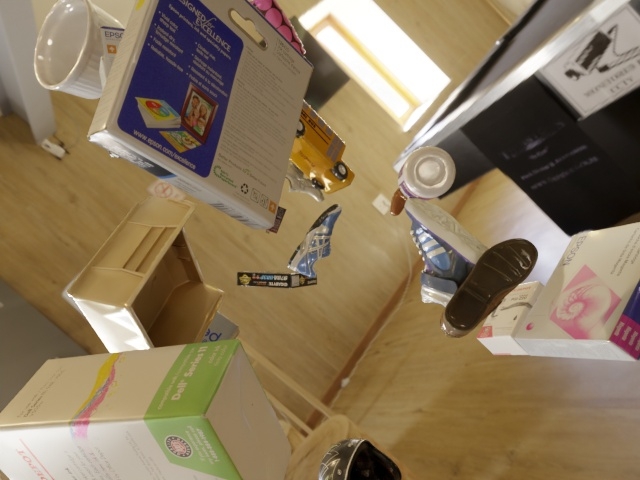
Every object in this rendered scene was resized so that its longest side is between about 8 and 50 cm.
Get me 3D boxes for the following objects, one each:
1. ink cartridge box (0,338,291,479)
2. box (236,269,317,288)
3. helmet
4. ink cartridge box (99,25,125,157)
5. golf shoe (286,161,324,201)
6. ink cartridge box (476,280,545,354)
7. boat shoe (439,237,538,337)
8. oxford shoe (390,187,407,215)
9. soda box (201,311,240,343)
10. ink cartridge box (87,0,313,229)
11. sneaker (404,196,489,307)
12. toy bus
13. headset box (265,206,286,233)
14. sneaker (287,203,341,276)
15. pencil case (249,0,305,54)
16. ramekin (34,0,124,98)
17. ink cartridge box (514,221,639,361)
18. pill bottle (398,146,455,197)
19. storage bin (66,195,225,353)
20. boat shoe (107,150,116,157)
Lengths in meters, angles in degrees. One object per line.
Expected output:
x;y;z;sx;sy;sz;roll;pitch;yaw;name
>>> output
-0.239;0.248;0.616;0.354;0.207;0.119;-9;29;17;ink cartridge box
-0.148;0.130;1.706;0.221;0.050;0.175;0;-1;28;box
0.074;0.513;1.067;0.169;0.162;0.169;-50;-16;-20;helmet
-0.281;-0.266;0.919;0.224;0.223;0.045;-8;-2;-37;ink cartridge box
-0.066;-0.185;1.707;0.086;0.176;0.069;-44;3;-9;golf shoe
0.608;0.241;1.545;0.217;0.092;0.159;-50;9;-25;ink cartridge box
0.398;0.112;1.209;0.307;0.110;0.104;-38;-21;-15;boat shoe
0.369;-0.193;2.143;0.076;0.076;0.212;46;116;50;oxford shoe
-0.337;0.173;1.203;0.098;0.286;0.091;-54;-6;-19;soda box
-0.151;-0.213;0.738;0.072;0.304;0.306;-5;66;38;ink cartridge box
0.305;0.053;1.380;0.130;0.323;0.236;-1;-54;-42;sneaker
-0.039;-0.283;1.408;0.108;0.333;0.130;-22;36;43;toy bus
-0.137;-0.060;1.411;0.062;0.032;0.083;21;90;56;headset box
0.000;0.000;1.309;0.211;0.081;0.080;-57;-2;8;sneaker
-0.134;-0.606;1.436;0.098;0.209;0.095;6;49;43;pencil case
-0.682;-0.545;1.429;0.277;0.277;0.135;-44;-29;21;ramekin
0.592;0.092;0.996;0.324;0.071;0.330;-50;9;-22;ink cartridge box
0.388;-0.240;1.868;0.181;0.181;0.323;-46;-2;4;pill bottle
-0.301;0.094;0.938;0.262;0.123;0.260;84;-159;-45;storage bin
-0.490;-0.244;1.254;0.049;0.056;0.152;-28;22;28;boat shoe
